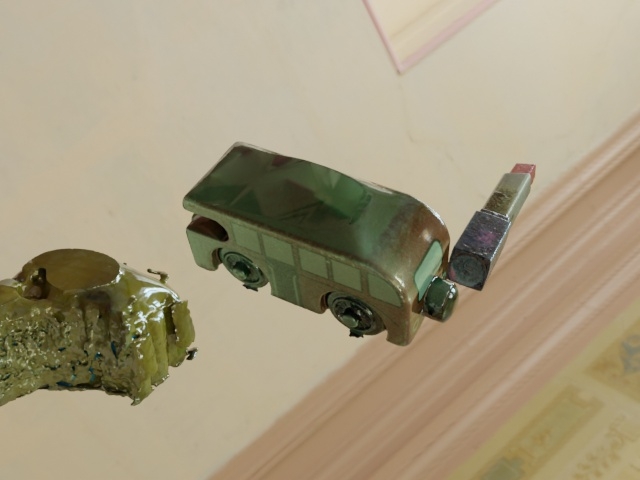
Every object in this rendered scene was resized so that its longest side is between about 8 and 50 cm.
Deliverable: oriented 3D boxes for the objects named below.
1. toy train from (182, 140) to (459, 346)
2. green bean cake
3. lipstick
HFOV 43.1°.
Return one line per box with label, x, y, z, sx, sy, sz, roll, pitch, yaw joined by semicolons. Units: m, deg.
toy train;0.000;0.000;0.904;0.326;0.159;0.129;20;-125;24
green bean cake;-0.378;0.133;1.231;0.310;0.202;0.285;8;-154;21
lipstick;0.237;-0.038;1.075;0.051;0.051;0.312;19;-145;17
